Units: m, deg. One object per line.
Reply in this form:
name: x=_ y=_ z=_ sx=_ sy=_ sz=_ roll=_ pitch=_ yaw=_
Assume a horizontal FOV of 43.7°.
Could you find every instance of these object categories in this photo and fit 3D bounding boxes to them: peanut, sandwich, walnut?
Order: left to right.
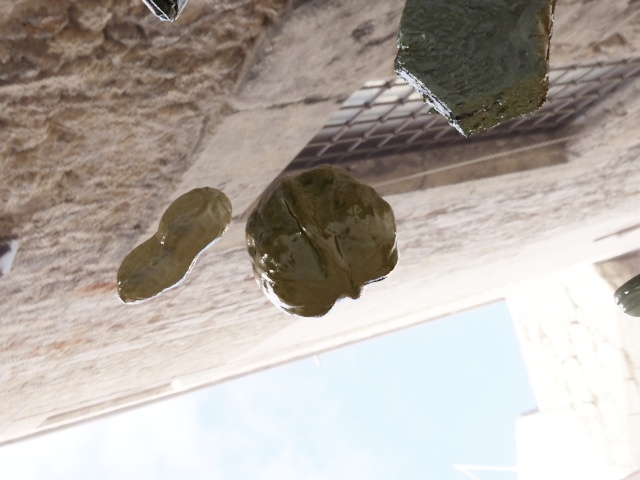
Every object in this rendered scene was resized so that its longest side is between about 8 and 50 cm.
peanut: x=-0.187 y=0.007 z=1.012 sx=0.082 sy=0.082 sz=0.187 roll=41 pitch=-90 yaw=-8
walnut: x=0.002 y=-0.001 z=1.535 sx=0.282 sy=0.253 sz=0.277 roll=-14 pitch=-135 yaw=-18
sandwich: x=0.261 y=-0.344 z=1.339 sx=0.262 sy=0.131 sz=0.325 roll=8 pitch=-98 yaw=13

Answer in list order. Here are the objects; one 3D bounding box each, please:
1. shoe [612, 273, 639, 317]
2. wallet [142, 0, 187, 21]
shoe: x=0.542 y=0.087 z=0.992 sx=0.124 sy=0.316 sz=0.159 roll=17 pitch=-122 yaw=-59
wallet: x=-0.285 y=-0.503 z=1.387 sx=0.055 sy=0.236 sz=0.160 roll=25 pitch=-96 yaw=22
